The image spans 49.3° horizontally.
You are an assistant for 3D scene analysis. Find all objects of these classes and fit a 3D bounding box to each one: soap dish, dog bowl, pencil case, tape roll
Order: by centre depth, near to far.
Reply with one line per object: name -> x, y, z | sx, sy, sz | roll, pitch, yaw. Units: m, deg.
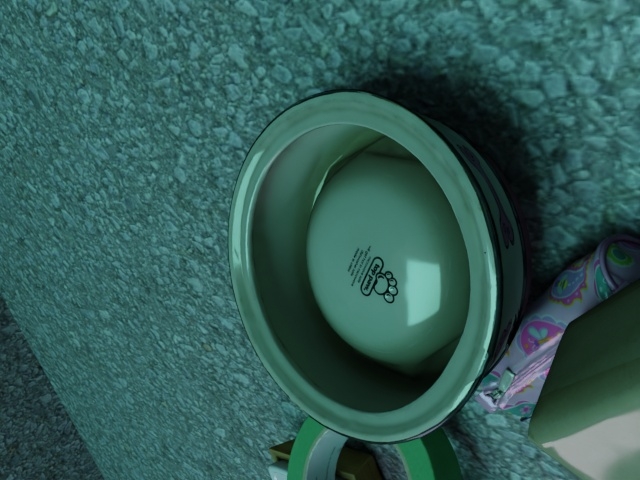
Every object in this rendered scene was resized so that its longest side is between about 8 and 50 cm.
pencil case -> 0.288, 0.112, 0.813 | 0.124, 0.124, 0.284 | 44, 140, 9
dog bowl -> 0.071, 0.025, 0.851 | 0.408, 0.150, 0.408 | 9, 103, 42
tape roll -> 0.079, 0.409, 1.139 | 0.321, 0.077, 0.321 | -13, 71, 42
soap dish -> 0.041, 0.530, 1.381 | 0.229, 0.118, 0.290 | 0, 119, 44

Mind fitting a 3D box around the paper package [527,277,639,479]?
paper package -> 0.395, 0.138, 0.560 | 0.309, 0.168, 0.325 | 36, 140, -4
